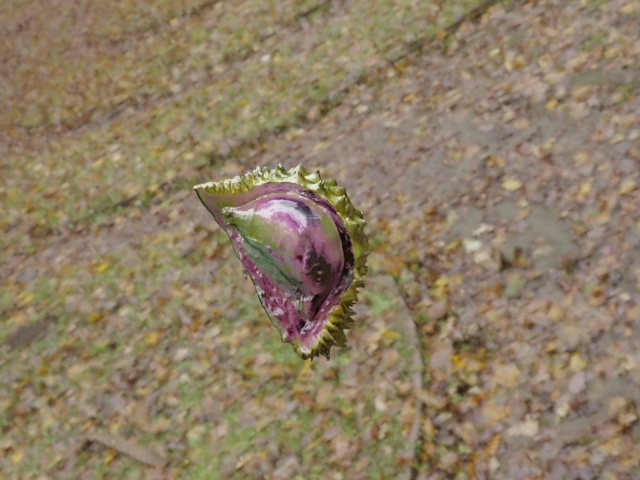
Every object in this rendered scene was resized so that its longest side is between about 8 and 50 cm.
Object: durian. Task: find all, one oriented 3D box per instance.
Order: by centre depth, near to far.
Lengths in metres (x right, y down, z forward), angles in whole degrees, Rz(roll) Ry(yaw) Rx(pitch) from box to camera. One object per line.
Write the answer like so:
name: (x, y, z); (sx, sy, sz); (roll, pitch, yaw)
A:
durian: (0.002, -0.001, 0.865); (0.108, 0.186, 0.119); (-28, 6, 35)
